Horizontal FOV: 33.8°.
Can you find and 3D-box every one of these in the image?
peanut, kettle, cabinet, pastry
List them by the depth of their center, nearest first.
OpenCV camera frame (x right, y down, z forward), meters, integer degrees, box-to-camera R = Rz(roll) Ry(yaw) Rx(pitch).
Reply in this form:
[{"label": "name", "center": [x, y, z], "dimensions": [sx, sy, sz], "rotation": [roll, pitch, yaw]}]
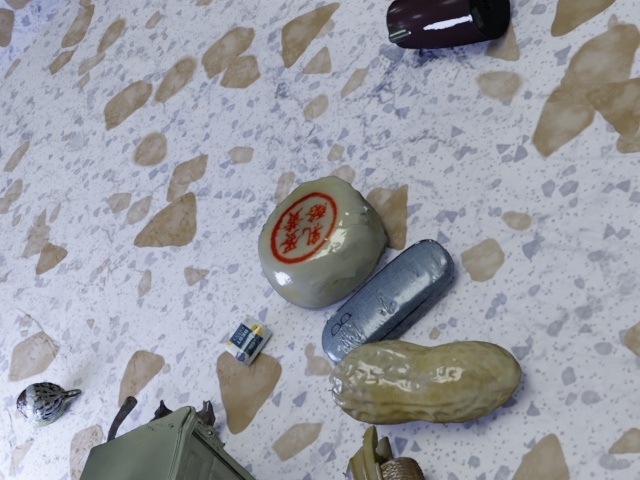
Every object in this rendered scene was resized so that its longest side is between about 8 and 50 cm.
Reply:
[{"label": "cabinet", "center": [-0.207, 0.482, 1.614], "dimensions": [0.227, 0.318, 0.290], "rotation": [-27, 29, 26]}, {"label": "peanut", "center": [0.165, 0.222, 1.665], "dimensions": [0.313, 0.149, 0.149], "rotation": [-8, 56, 33]}, {"label": "pastry", "center": [-0.002, 0.001, 1.978], "dimensions": [0.264, 0.133, 0.265], "rotation": [-25, 43, 26]}, {"label": "kettle", "center": [0.251, -0.467, 2.101], "dimensions": [0.232, 0.144, 0.202], "rotation": [-3, 40, 43]}]

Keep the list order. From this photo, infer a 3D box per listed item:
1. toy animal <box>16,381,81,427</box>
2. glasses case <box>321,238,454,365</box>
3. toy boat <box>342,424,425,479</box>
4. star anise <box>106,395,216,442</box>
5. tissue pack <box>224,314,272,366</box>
[{"label": "toy animal", "center": [-0.589, 0.342, 2.262], "dimensions": [0.137, 0.098, 0.098], "rotation": [-32, 44, 18]}, {"label": "glasses case", "center": [0.116, 0.111, 1.839], "dimensions": [0.282, 0.067, 0.109], "rotation": [-44, 44, 9]}, {"label": "toy boat", "center": [0.121, 0.419, 1.592], "dimensions": [0.115, 0.089, 0.310], "rotation": [-34, 43, 13]}, {"label": "star anise", "center": [-0.293, 0.411, 1.947], "dimensions": [0.315, 0.139, 0.359], "rotation": [-13, 37, 25]}, {"label": "tissue pack", "center": [-0.140, 0.191, 2.020], "dimensions": [0.083, 0.042, 0.062], "rotation": [-54, 39, -5]}]
